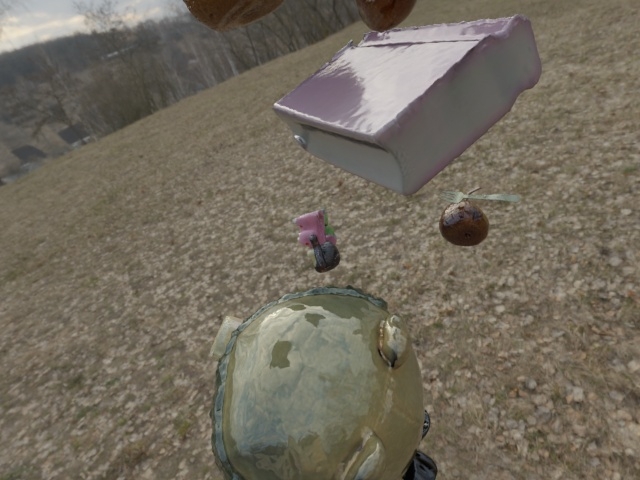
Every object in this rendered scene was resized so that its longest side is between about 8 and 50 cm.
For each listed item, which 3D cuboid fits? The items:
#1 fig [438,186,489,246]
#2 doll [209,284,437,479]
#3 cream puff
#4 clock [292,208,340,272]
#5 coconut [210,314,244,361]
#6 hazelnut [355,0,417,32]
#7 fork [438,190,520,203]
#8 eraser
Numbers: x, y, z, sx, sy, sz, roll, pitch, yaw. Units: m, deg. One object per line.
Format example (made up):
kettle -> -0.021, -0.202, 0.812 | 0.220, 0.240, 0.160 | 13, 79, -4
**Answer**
fig -> 0.426, -0.088, 1.239 | 0.133, 0.146, 0.201 | -12, 53, 33
doll -> 0.010, 0.206, 0.472 | 0.247, 0.349, 0.247 | 3, 52, -4
cream puff -> -0.194, -0.630, 0.955 | 0.303, 0.212, 0.303 | -27, 18, 10
clock -> 0.000, 0.000, 1.337 | 0.100, 0.195, 0.194 | -20, 2, 14
coconut -> -0.188, 0.246, 0.984 | 0.122, 0.116, 0.116 | 23, 32, -9
hazelnut -> 0.136, -0.520, 0.884 | 0.143, 0.143, 0.154 | -18, 53, 6
fork -> 0.424, -0.117, 1.114 | 0.219, 0.028, 0.034 | 9, 69, 45
eraser -> 0.108, -0.233, 0.677 | 0.272, 0.122, 0.359 | -42, 33, -8
